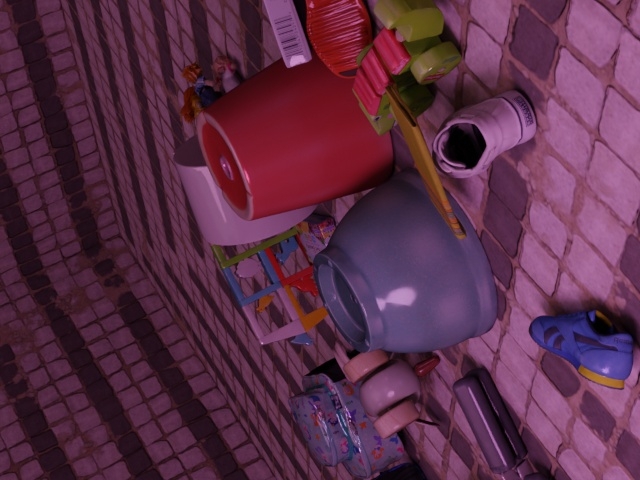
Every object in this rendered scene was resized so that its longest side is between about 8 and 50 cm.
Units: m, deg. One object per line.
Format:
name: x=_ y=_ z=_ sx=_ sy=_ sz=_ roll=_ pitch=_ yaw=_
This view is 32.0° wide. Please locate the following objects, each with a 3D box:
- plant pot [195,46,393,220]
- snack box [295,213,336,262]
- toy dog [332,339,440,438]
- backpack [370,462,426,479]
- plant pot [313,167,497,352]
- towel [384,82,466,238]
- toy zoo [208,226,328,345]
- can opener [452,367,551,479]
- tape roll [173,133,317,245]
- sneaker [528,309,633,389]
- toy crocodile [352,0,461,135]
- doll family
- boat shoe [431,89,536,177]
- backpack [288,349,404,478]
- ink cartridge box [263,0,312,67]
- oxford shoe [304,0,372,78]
plant pot: x=-0.054 y=-0.167 z=1.830 sx=0.275 sy=0.243 sz=0.275 roll=54 pitch=160 yaw=29
snack box: x=0.000 y=0.000 z=2.238 sx=0.141 sy=0.037 sz=0.100 roll=14 pitch=129 yaw=67
toy dog: x=0.147 y=0.270 z=2.091 sx=0.220 sy=0.161 sz=0.334 roll=63 pitch=177 yaw=-6
backpack: x=0.163 y=0.526 z=2.371 sx=0.098 sy=0.120 sz=0.101 roll=59 pitch=171 yaw=7
plant pot: x=0.112 y=0.060 z=1.754 sx=0.293 sy=0.196 sz=0.293 roll=53 pitch=159 yaw=30
towel: x=0.147 y=-0.105 z=1.522 sx=0.102 sy=0.021 sz=0.237 roll=60 pitch=180 yaw=44
toy zoo: x=-0.088 y=0.090 z=2.355 sx=0.293 sy=0.192 sz=0.030 roll=62 pitch=163 yaw=4
can opener: x=0.317 y=0.336 z=1.802 sx=0.095 sy=0.076 sz=0.283 roll=-26 pitch=89 yaw=40
tape roll: x=-0.139 y=-0.120 z=2.130 sx=0.246 sy=0.246 sz=0.169 roll=31 pitch=144 yaw=59
sneaker: x=0.340 y=0.121 z=1.441 sx=0.209 sy=0.069 sz=0.082 roll=-141 pitch=62 yaw=-70
toy crocodile: x=0.100 y=-0.239 z=1.525 sx=0.115 sy=0.105 sz=0.340 roll=61 pitch=162 yaw=11
doll family: x=-0.234 y=-0.290 z=2.362 sx=0.163 sy=0.118 sz=0.263 roll=60 pitch=162 yaw=12
boat shoe: x=0.187 y=-0.130 z=1.463 sx=0.095 sy=0.084 sz=0.258 roll=62 pitch=162 yaw=5
backpack: x=0.060 y=0.385 z=2.380 sx=0.253 sy=0.191 sz=0.225 roll=59 pitch=161 yaw=-1
ink cartridge box: x=-0.064 y=-0.395 z=1.713 sx=0.224 sy=0.045 sz=0.223 roll=-85 pitch=-23 yaw=-69
oxford shoe: x=0.018 y=-0.368 z=1.654 sx=0.098 sy=0.097 sz=0.271 roll=-86 pitch=-20 yaw=-51
